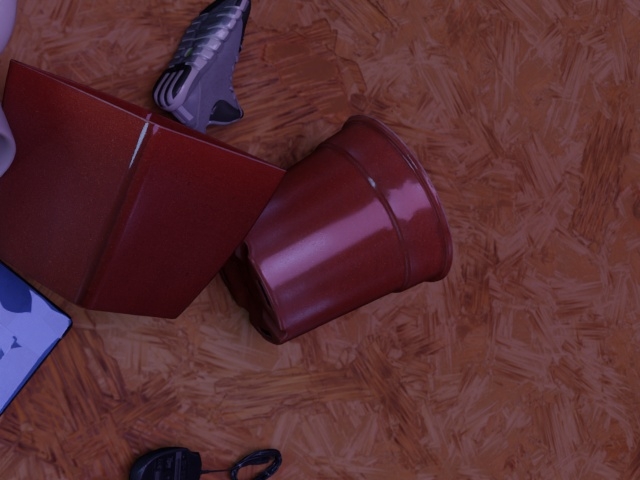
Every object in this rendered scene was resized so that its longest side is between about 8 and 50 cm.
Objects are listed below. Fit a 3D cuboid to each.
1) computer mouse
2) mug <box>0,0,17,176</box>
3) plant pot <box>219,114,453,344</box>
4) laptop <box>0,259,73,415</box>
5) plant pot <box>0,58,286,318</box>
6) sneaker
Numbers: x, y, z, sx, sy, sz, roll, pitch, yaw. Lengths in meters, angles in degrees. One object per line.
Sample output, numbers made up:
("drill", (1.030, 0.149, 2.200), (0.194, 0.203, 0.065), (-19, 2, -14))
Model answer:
("computer mouse", (-0.163, 0.324, 1.423), (0.242, 0.041, 0.071), (5, 93, -35))
("mug", (-0.492, -0.225, 1.097), (0.328, 0.374, 0.276), (65, 19, 10))
("plant pot", (0.000, 0.000, 1.416), (0.265, 0.272, 0.272), (-29, 101, -18))
("laptop", (-0.528, 0.140, 1.127), (0.236, 0.408, 0.382), (-43, 110, 12))
("plant pot", (-0.252, -0.048, 1.245), (0.267, 0.267, 0.236), (15, 99, -58))
("sneaker", (-0.146, -0.245, 1.450), (0.132, 0.086, 0.229), (49, 59, -37))
